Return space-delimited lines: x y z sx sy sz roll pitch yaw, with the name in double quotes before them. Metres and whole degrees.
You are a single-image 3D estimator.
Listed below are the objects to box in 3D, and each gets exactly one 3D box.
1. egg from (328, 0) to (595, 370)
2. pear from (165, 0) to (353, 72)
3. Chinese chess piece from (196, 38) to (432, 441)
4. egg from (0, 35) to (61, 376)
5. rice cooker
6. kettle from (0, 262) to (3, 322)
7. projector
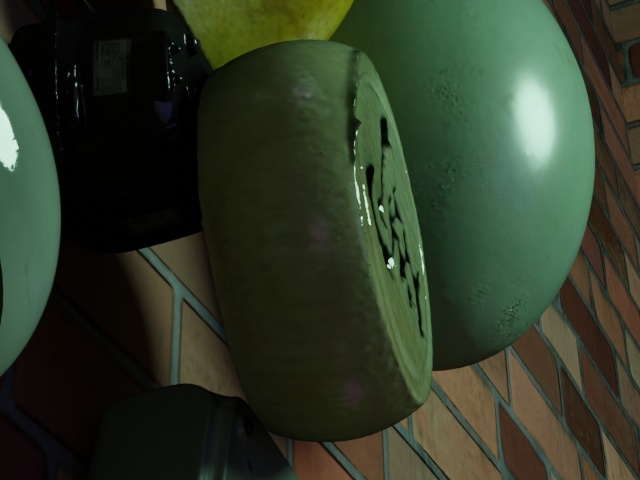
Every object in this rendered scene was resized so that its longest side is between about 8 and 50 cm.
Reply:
"egg" 0.084 -0.076 1.441 0.276 0.276 0.389 51 33 -50
"pear" -0.056 -0.229 1.239 0.267 0.178 0.267 59 -1 2
"Chinese chess piece" 0.000 0.000 1.100 0.250 0.101 0.250 -10 90 -80
"egg" -0.214 -0.044 0.733 0.264 0.183 0.183 62 22 -14
"rice cooker" -0.123 -0.070 1.099 0.203 0.118 0.142 54 30 -69
"kettle" -0.223 0.005 0.593 0.144 0.232 0.202 31 46 -65
"projector" -0.053 0.237 1.079 0.198 0.108 0.250 -85 152 -47
